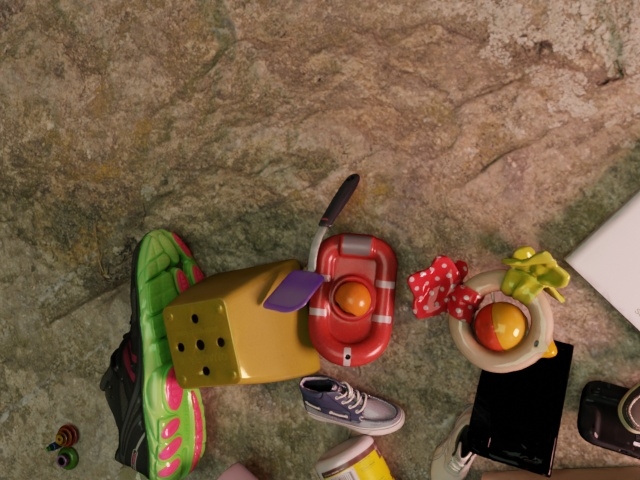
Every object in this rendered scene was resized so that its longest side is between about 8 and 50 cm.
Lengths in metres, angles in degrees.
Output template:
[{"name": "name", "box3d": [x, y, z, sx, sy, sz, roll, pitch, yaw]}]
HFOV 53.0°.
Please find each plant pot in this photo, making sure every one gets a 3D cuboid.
[{"name": "plant pot", "box3d": [-0.153, 0.162, 1.141, 0.212, 0.187, 0.212, -12, 90, 30]}]

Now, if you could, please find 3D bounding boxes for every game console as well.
[{"name": "game console", "box3d": [0.429, 0.284, 1.018, 0.361, 0.044, 0.213, 15, 72, 13]}]

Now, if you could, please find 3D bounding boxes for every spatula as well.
[{"name": "spatula", "box3d": [0.000, 0.000, 1.106, 0.084, 0.030, 0.296, 8, 62, 41]}]

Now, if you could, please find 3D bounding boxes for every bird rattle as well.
[{"name": "bird rattle", "box3d": [0.273, 0.108, 1.032, 0.253, 0.143, 0.207, -15, 73, 15]}]

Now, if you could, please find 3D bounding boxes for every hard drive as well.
[{"name": "hard drive", "box3d": [0.594, -0.011, 0.988, 0.233, 0.047, 0.353, 46, 105, 12]}]

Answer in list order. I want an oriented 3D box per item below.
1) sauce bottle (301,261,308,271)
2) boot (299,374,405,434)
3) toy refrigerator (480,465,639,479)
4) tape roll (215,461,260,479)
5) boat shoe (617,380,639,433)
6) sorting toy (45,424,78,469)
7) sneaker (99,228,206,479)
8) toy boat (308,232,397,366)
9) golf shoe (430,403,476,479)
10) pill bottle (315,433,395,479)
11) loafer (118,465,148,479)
[{"name": "sauce bottle", "box3d": [-0.042, 0.099, 1.205, 0.042, 0.042, 0.128, 40, 107, 13]}, {"name": "boot", "box3d": [0.053, 0.290, 1.145, 0.190, 0.069, 0.086, 2, 135, 19]}, {"name": "toy refrigerator", "box3d": [0.400, 0.431, 1.035, 0.269, 0.102, 0.094, -8, 89, 18]}, {"name": "tape roll", "box3d": [-0.197, 0.514, 1.173, 0.072, 0.219, 0.219, 38, 102, 15]}, {"name": "boat shoe", "box3d": [0.559, 0.223, 0.963, 0.223, 0.073, 0.080, -21, 71, -1]}, {"name": "sorting toy", "box3d": [-0.558, 0.449, 1.383, 0.061, 0.042, 0.102, 4, 93, 18]}, {"name": "sneaker", "box3d": [-0.336, 0.215, 1.228, 0.202, 0.185, 0.483, -3, 82, 26]}, {"name": "toy boat", "box3d": [0.054, 0.102, 1.100, 0.151, 0.151, 0.231, 5, 89, 3]}, {"name": "golf shoe", "box3d": [0.232, 0.367, 1.098, 0.069, 0.086, 0.176, 23, 100, 15]}, {"name": "pill bottle", "box3d": [0.087, 0.463, 1.131, 0.117, 0.117, 0.215, -30, 82, 17]}, {"name": "loafer", "box3d": [-0.348, 0.561, 1.293, 0.092, 0.102, 0.269, -10, 79, 20]}]
